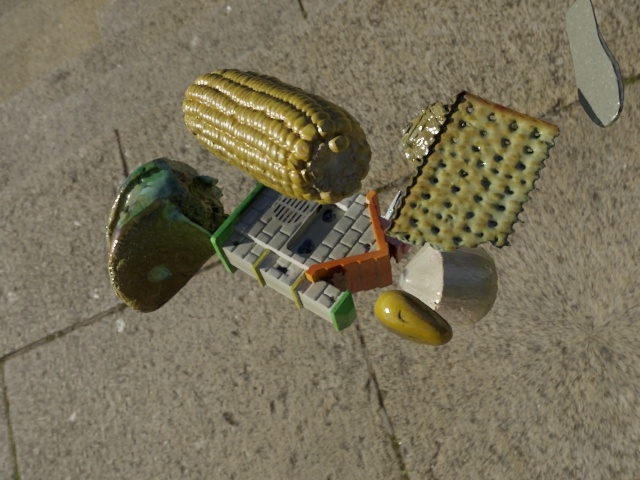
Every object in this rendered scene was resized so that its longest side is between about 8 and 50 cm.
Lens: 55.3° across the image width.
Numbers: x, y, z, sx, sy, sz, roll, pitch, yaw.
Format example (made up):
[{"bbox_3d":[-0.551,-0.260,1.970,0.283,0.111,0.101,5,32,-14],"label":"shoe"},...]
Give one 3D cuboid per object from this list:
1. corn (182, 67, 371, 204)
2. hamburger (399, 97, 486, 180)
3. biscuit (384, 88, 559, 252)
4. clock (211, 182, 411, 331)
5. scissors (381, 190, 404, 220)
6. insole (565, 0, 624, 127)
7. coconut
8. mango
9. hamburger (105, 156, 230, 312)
[{"bbox_3d":[-0.042,-0.087,0.478,0.238,0.080,0.080,34,97,50],"label":"corn"},{"bbox_3d":[0.307,-0.231,1.480,0.183,0.130,0.206,-52,55,31],"label":"hamburger"},{"bbox_3d":[0.182,-0.071,0.724,0.144,0.016,0.203,24,84,17],"label":"biscuit"},{"bbox_3d":[0.000,0.000,0.962,0.255,0.106,0.220,28,66,26],"label":"clock"},{"bbox_3d":[0.160,-0.062,1.385,0.058,0.014,0.119,60,136,41],"label":"scissors"},{"bbox_3d":[0.335,-0.221,0.754,0.010,0.063,0.192,7,64,-18],"label":"insole"},{"bbox_3d":[0.336,0.116,1.667,0.244,0.239,0.239,2,82,-8],"label":"coconut"},{"bbox_3d":[0.218,0.187,1.436,0.195,0.137,0.098,28,73,26],"label":"mango"},{"bbox_3d":[-0.303,-0.023,1.132,0.288,0.192,0.167,-44,29,8],"label":"hamburger"}]
